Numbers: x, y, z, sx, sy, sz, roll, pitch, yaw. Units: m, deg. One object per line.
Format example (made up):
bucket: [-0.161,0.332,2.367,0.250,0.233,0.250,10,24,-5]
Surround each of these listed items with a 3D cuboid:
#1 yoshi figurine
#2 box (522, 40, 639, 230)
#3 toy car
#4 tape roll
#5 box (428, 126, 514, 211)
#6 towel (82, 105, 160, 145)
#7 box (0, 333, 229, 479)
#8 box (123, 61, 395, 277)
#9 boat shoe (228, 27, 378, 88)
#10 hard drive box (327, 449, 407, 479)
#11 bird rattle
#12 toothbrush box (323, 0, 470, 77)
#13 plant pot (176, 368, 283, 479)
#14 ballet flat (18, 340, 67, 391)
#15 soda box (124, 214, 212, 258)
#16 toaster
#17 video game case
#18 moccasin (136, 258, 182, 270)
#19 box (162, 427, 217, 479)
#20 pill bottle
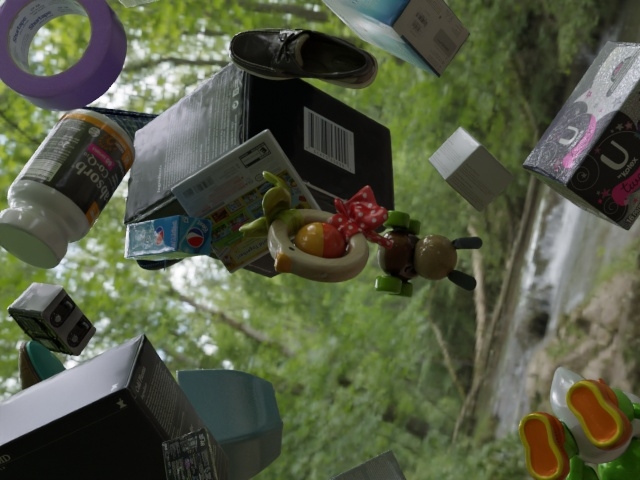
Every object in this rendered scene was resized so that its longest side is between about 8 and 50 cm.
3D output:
yoshi figurine: [0.456,0.325,1.230,0.362,0.203,0.203,18,-92,-53]
box: [0.462,-0.168,1.232,0.247,0.142,0.163,-57,17,8]
toy car: [0.214,0.034,1.519,0.149,0.188,0.155,21,-105,-65]
tape roll: [-0.559,-0.419,1.694,0.090,0.274,0.275,54,-131,-77]
box: [0.263,-0.126,1.393,0.087,0.102,0.101,-47,26,12]
towel: [-0.550,-0.327,2.435,0.243,0.335,0.040,81,-162,-70]
box: [-0.380,0.386,1.365,0.313,0.343,0.179,62,-173,-22]
box: [-0.147,-0.155,1.963,0.480,0.471,0.297,22,-124,-39]
boat shoe: [-0.035,-0.345,1.462,0.092,0.285,0.103,48,-124,-82]
hard drive box: [0.045,0.498,1.514,0.181,0.232,0.089,90,155,-68]
bird rattle: [0.000,0.000,1.279,0.207,0.253,0.143,-98,29,-51]
toothbrush box: [0.153,-0.511,1.764,0.126,0.295,0.216,-54,-41,5]
plant pot: [-0.233,0.485,2.077,0.247,0.252,0.248,95,162,-44]
ballet flat: [-0.564,0.362,1.728,0.342,0.124,0.116,51,-167,-31]
soda box: [-0.287,-0.002,1.479,0.071,0.210,0.067,8,-98,-39]
toaster: [-0.690,0.205,2.034,0.110,0.185,0.168,-56,-47,-36]
video game case: [-0.138,-0.072,1.528,0.206,0.227,0.026,57,-165,-15]
moccasin: [-0.395,-0.029,2.271,0.138,0.342,0.117,59,-172,10]
box: [-0.184,0.313,1.114,0.018,0.067,0.083,69,-179,-53]
pill bottle: [-0.471,-0.096,1.462,0.162,0.162,0.278,82,-155,-53]
